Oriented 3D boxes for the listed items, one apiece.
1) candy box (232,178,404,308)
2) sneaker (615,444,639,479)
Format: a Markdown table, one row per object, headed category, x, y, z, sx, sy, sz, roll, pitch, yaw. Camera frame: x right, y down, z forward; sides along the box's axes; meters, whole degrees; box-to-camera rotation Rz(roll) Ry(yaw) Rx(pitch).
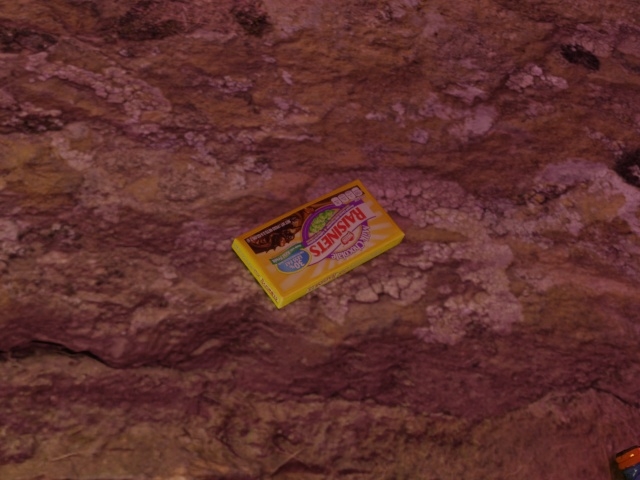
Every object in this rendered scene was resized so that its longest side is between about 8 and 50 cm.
| category | x | y | z | sx | sy | sz | roll | pitch | yaw |
| --- | --- | --- | --- | --- | --- | --- | --- | --- | --- |
| candy box | 0.000 | 0.000 | 1.209 | 0.206 | 0.027 | 0.105 | -28 | 70 | -30 |
| sneaker | 0.458 | 0.277 | 1.124 | 0.221 | 0.083 | 0.087 | -5 | 71 | -13 |
